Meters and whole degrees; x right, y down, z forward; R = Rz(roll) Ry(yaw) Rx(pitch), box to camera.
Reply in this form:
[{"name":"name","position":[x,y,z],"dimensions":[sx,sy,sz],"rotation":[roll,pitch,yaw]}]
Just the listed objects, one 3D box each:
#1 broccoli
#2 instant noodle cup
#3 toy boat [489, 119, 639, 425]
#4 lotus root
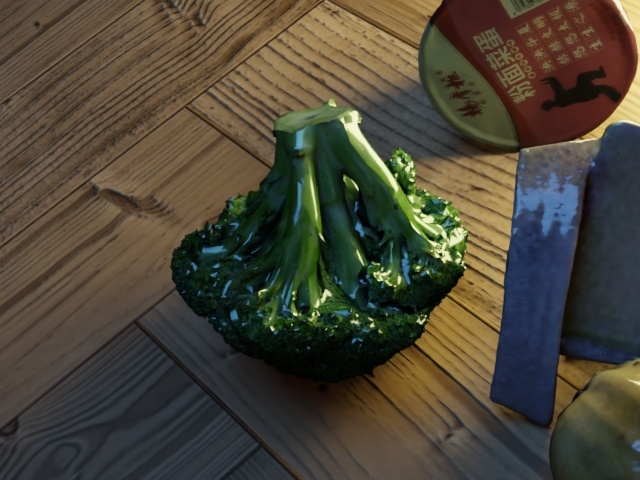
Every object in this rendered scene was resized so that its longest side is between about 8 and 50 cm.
[{"name":"broccoli","position":[0.000,0.000,1.270],"dimensions":[0.308,0.275,0.308],"rotation":[-9,21,4]},{"name":"instant noodle cup","position":[0.232,-0.243,1.430],"dimensions":[0.235,0.234,0.178],"rotation":[-7,38,15]},{"name":"toy boat","position":[0.286,0.027,1.169],"dimensions":[0.293,0.276,0.111],"rotation":[-9,6,10]},{"name":"lotus root","position":[0.326,0.215,1.017],"dimensions":[0.183,0.183,0.310],"rotation":[-40,54,-15]}]
